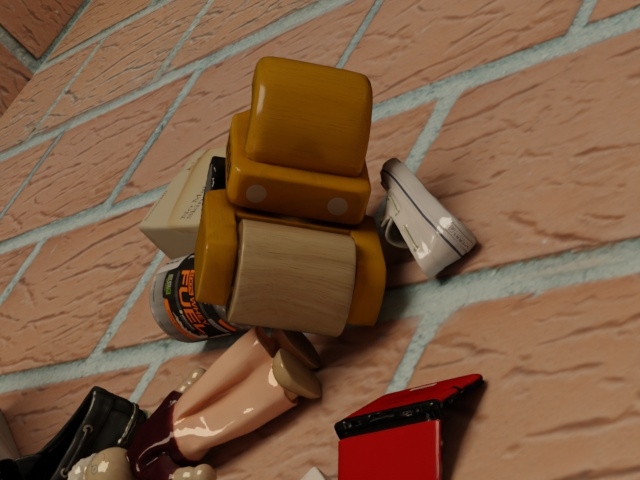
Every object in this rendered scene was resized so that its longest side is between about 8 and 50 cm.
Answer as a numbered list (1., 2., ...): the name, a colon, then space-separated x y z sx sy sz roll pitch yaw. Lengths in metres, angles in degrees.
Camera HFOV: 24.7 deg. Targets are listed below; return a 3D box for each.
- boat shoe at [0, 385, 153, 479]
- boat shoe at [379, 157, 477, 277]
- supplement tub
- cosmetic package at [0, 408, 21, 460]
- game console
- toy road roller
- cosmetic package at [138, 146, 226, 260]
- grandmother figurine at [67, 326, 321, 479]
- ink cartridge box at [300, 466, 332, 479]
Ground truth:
1. boat shoe: -0.363 0.312 1.870 0.340 0.113 0.127 -40 24 14
2. boat shoe: 0.101 -0.029 1.684 0.076 0.083 0.226 -43 24 3
3. supplement tub: -0.124 0.064 1.870 0.190 0.117 0.117 -16 37 50
4. cosmetic package: -0.643 0.274 2.061 0.327 0.329 0.393 -35 21 -9
5. game console: 0.088 0.197 1.424 0.144 0.085 0.124 -19 3 46
6. toy road roller: -0.028 -0.064 1.687 0.329 0.202 0.241 -98 19 -61
7. cosmetic package: -0.110 -0.044 2.033 0.309 0.113 0.160 -2 49 57
8. grandmother figurine: -0.157 0.218 1.701 0.342 0.104 0.208 -36 16 16
9. ink cartridge box: -0.027 0.314 1.295 0.198 0.115 0.067 -47 24 0
